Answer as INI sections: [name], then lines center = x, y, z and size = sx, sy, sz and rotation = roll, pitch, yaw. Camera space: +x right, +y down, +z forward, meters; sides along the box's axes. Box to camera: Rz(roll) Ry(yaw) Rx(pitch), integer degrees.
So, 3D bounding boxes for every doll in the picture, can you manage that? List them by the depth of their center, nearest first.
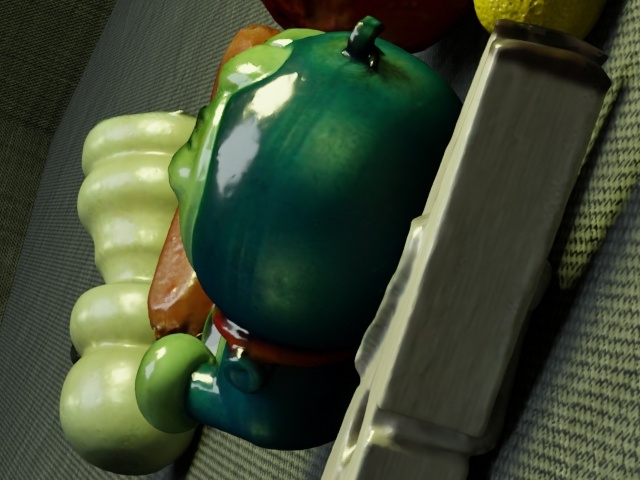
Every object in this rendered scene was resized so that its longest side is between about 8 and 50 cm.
[doll]
center = -0.001, 0.000, 1.182
size = 0.198, 0.186, 0.322
rotation = -40, -31, -46

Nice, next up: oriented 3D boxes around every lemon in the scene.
[lemon]
center = 0.131, -0.153, 1.099
size = 0.082, 0.082, 0.110
rotation = 180, 110, -75

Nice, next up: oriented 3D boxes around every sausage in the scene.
[sausage]
center = -0.071, -0.045, 1.686
size = 0.102, 0.102, 0.330
rotation = 144, 143, -66

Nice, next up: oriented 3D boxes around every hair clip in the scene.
[hair clip]
center = 0.075, 0.045, 1.022
size = 0.101, 0.085, 0.331
rotation = -112, 39, -73

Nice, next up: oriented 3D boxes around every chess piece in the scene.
[chess piece]
center = -0.166, 0.060, 1.765
size = 0.182, 0.182, 0.330
rotation = 135, 148, -59

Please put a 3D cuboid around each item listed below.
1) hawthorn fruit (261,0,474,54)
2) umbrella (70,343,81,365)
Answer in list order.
[hawthorn fruit]
center = 0.036, -0.215, 1.335
size = 0.230, 0.210, 0.266
rotation = 8, 92, 63
[umbrella]
center = -0.207, 0.104, 2.007
size = 0.090, 0.094, 0.326
rotation = 65, 158, 0
